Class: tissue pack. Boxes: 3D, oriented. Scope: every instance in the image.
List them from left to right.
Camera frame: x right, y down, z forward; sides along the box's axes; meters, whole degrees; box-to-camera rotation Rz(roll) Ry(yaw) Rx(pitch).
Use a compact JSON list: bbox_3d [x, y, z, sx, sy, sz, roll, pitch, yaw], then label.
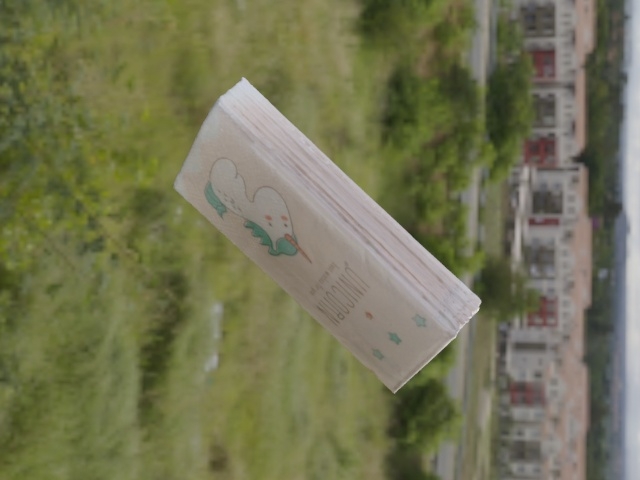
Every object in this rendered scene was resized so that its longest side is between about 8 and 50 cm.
[{"bbox_3d":[0.000,0.000,1.256,0.071,0.325,0.170,-43,173,-34],"label":"tissue pack"}]
